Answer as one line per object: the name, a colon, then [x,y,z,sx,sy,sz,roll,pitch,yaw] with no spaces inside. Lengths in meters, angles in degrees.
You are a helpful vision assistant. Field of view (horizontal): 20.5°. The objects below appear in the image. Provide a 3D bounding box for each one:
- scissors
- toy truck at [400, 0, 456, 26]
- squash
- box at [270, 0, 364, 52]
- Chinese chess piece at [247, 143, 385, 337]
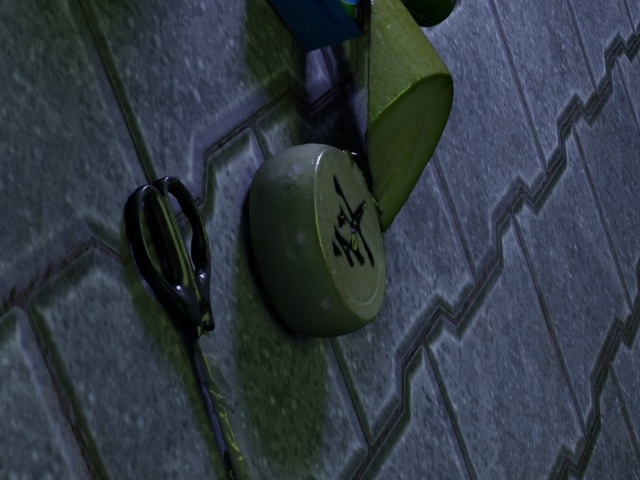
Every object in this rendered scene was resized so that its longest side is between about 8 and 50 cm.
scissors: [-0.098,0.093,1.499,0.109,0.022,0.300,-30,105,-63]
toy truck: [0.095,-0.332,2.124,0.242,0.101,0.125,12,77,-68]
squash: [0.061,-0.165,1.929,0.204,0.155,0.237,-50,161,-17]
box: [-0.010,-0.322,1.895,0.139,0.073,0.194,49,34,-47]
Chinese chess piece: [0.000,0.000,1.709,0.188,0.083,0.188,-13,90,-70]
